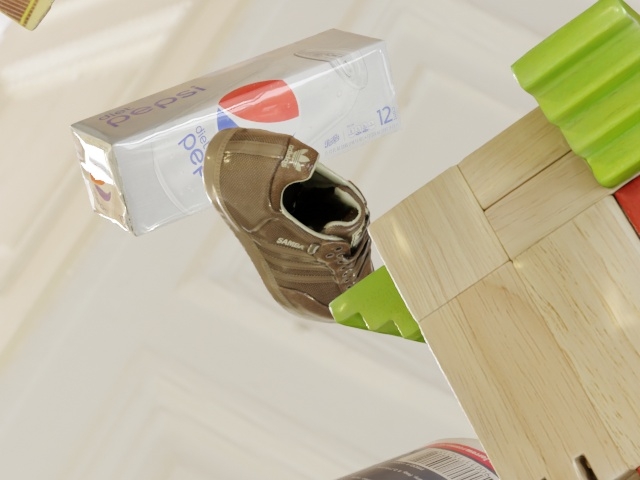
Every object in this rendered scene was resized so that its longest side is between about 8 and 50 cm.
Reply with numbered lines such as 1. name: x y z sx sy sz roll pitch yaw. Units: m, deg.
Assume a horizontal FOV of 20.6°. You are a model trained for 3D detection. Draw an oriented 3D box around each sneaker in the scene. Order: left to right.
1. sneaker: 0.000 0.000 1.040 0.071 0.066 0.188 7 156 33

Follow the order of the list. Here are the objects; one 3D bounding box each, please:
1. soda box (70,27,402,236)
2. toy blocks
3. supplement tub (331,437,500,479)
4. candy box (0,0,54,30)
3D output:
1. soda box: -0.072 -0.103 1.591 0.098 0.286 0.091 26 133 56
2. toy blocks: 0.206 0.029 0.671 0.381 0.261 0.191 -36 156 19
3. supplement tub: 0.025 0.242 1.082 0.191 0.272 0.191 16 112 44
4. candy box: -0.246 -0.288 1.037 0.316 0.183 0.087 34 -169 -33
